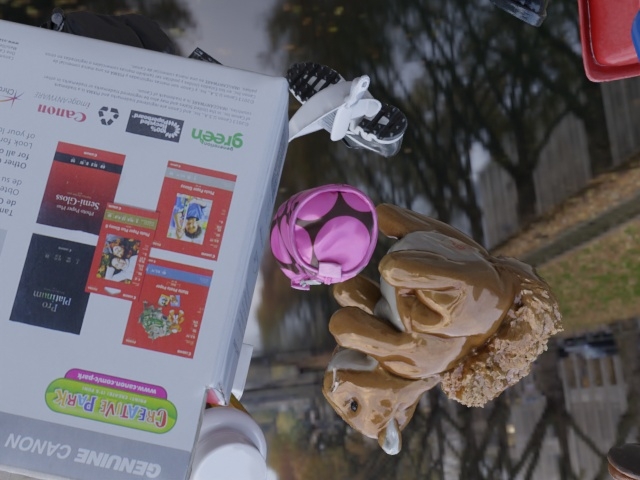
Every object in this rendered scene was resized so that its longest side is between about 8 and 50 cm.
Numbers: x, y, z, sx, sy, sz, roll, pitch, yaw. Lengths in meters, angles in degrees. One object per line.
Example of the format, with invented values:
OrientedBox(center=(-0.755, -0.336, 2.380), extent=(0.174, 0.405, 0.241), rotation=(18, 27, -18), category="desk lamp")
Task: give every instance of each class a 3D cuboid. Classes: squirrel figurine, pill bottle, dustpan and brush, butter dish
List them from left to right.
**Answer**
OrientedBox(center=(-0.135, 0.225, 1.152), extent=(0.117, 0.117, 0.215), rotation=(-2, -165, -23), category="pill bottle")
OrientedBox(center=(0.031, -0.186, 1.393), extent=(0.147, 0.060, 0.211), rotation=(-20, 160, -18), category="dustpan and brush")
OrientedBox(center=(0.194, 0.183, 1.698), extent=(0.397, 0.370, 0.281), rotation=(16, -161, -13), category="squirrel figurine")
OrientedBox(center=(0.364, -0.258, 1.085), extent=(0.160, 0.160, 0.118), rotation=(-14, -167, -31), category="butter dish")

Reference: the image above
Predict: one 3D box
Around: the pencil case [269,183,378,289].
OrientedBox(center=(0.000, 0.000, 0.993), extent=(0.095, 0.098, 0.209), rotation=(17, 175, -5), category="pencil case")

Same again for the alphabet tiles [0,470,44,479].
OrientedBox(center=(-0.300, 0.198, 0.759), extent=(0.342, 0.285, 0.011), rotation=(25, 163, -33), category="alphabet tiles")

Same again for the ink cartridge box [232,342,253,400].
OrientedBox(center=(-0.210, 0.189, 1.554), extent=(0.191, 0.082, 0.139), rotation=(15, 157, -6), category="ink cartridge box")

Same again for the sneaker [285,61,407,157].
OrientedBox(center=(0.038, -0.200, 1.609), extent=(0.234, 0.078, 0.106), rotation=(33, 161, 22), category="sneaker")

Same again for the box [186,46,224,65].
OrientedBox(center=(-0.194, -0.272, 1.661), extent=(0.083, 0.067, 0.018), rotation=(36, 168, 23), category="box")

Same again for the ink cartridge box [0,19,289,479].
OrientedBox(center=(-0.199, 0.008, 0.658), extent=(0.309, 0.271, 0.130), rotation=(12, 166, 1), category="ink cartridge box")

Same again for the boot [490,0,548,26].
OrientedBox(center=(0.318, -0.429, 1.410), extent=(0.094, 0.207, 0.246), rotation=(26, -150, -4), category="boot")

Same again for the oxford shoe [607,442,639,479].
OrientedBox(center=(0.399, 0.282, 1.113), extent=(0.212, 0.076, 0.076), rotation=(20, -159, -18), category="oxford shoe")

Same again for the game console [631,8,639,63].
OrientedBox(center=(0.402, -0.137, 0.705), extent=(0.173, 0.250, 0.293), rotation=(27, 132, -27), category="game console")

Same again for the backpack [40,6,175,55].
OrientedBox(center=(-0.255, -0.160, 1.123), extent=(0.152, 0.115, 0.182), rotation=(-3, 140, -47), category="backpack")
